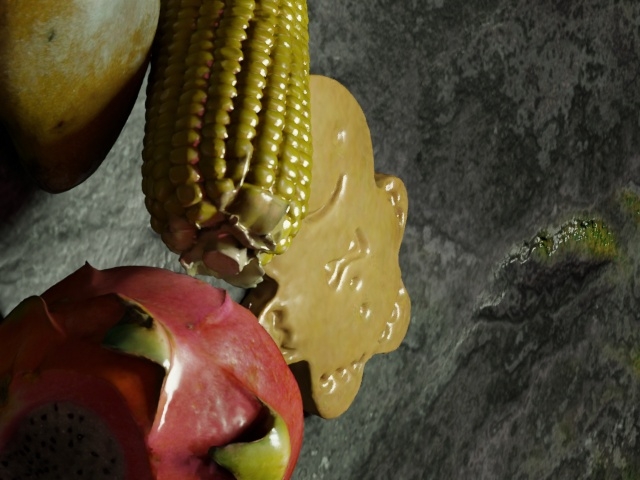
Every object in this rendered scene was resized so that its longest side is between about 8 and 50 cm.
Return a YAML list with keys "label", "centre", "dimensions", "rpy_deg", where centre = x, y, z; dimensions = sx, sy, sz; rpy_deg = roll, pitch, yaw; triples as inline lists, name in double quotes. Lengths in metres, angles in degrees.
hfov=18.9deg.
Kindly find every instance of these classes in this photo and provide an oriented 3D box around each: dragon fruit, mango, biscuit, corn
- label: "dragon fruit"
  centre: [-0.160, 0.160, 1.493]
  dimensions: [0.189, 0.290, 0.291]
  rpy_deg: [-53, 140, -62]
- label: "mango"
  centre: [-0.205, -0.179, 1.485]
  dimensions: [0.193, 0.146, 0.316]
  rpy_deg: [-41, 139, -37]
- label: "biscuit"
  centre: [0.002, 0.000, 1.884]
  dimensions: [0.275, 0.052, 0.355]
  rpy_deg: [-45, 132, -39]
- label: "corn"
  centre: [-0.075, -0.148, 1.583]
  dimensions: [0.144, 0.144, 0.387]
  rpy_deg: [38, 44, -51]
